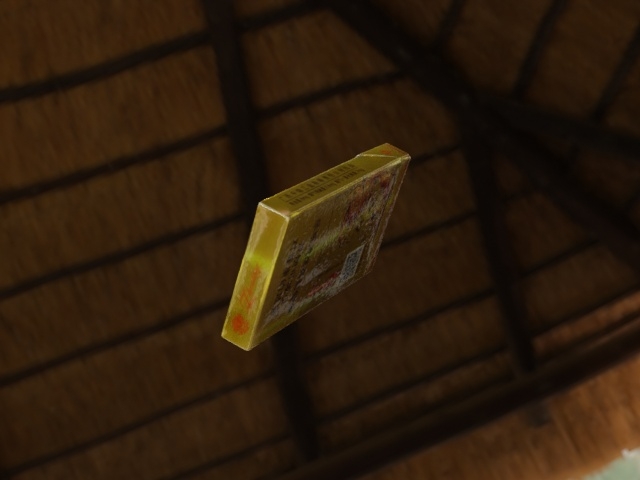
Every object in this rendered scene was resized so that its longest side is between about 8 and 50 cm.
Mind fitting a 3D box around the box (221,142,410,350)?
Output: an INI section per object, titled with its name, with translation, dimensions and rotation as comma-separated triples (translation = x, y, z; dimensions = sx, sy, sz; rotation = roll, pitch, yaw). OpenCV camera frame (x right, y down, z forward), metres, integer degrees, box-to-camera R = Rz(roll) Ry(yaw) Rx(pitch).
[box]
translation = 0.000, 0.000, 0.825
dimensions = 0.156, 0.022, 0.089
rotation = -32, -35, -56
